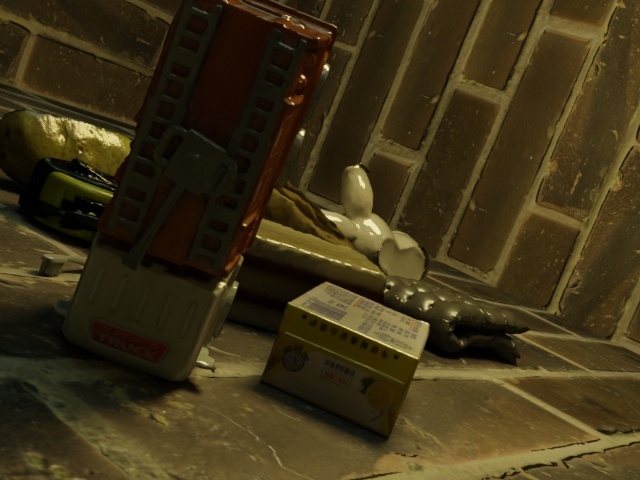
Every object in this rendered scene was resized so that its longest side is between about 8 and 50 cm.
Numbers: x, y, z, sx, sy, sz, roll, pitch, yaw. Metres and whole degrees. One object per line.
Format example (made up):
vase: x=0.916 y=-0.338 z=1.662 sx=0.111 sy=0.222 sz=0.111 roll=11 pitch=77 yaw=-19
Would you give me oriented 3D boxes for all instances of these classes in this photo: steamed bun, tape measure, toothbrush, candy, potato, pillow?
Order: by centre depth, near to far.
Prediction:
toothbrush: x=-0.292 y=0.033 z=1.202 sx=0.020 sy=0.025 sz=0.286 roll=22 pitch=4 yaw=15
candy: x=-0.074 y=0.049 z=1.312 sx=0.320 sy=0.135 sz=0.179 roll=17 pitch=8 yaw=-25
tape measure: x=-0.356 y=-0.060 z=1.369 sx=0.186 sy=0.112 sz=0.199 roll=16 pitch=7 yaw=-29
steamed bun: x=-0.135 y=-0.041 z=1.492 sx=0.428 sy=0.189 sz=0.247 roll=43 pitch=-3 yaw=-37
potato: x=-0.437 y=-0.121 z=1.561 sx=0.271 sy=0.160 sz=0.111 roll=14 pitch=53 yaw=-42
pillow: x=0.244 y=0.147 z=1.752 sx=0.228 sy=0.101 sz=0.326 roll=23 pitch=4 yaw=37

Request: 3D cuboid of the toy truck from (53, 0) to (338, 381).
toy truck: x=-0.125 y=-0.053 z=0.882 sx=0.173 sy=0.388 sz=0.207 roll=21 pitch=13 yaw=-5

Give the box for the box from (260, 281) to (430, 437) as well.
box: x=0.041 y=0.136 z=1.114 sx=0.168 sy=0.097 sz=0.265 roll=23 pitch=7 yaw=6

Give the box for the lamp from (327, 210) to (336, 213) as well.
lamp: x=0.004 y=0.001 z=1.957 sx=0.156 sy=0.135 sz=0.157 roll=17 pitch=6 yaw=-45

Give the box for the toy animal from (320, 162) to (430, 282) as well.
toy animal: x=0.105 y=0.009 z=1.839 sx=0.154 sy=0.208 sz=0.325 roll=12 pitch=-38 yaw=37
